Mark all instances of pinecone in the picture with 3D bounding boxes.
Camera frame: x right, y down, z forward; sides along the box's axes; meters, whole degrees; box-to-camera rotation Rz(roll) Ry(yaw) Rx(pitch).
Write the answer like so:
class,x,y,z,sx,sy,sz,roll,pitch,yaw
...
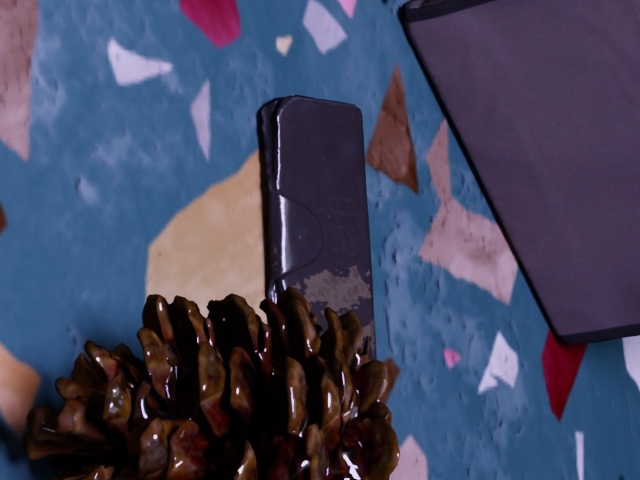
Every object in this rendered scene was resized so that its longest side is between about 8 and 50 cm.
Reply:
class,x,y,z,sx,sy,sz,roll,pitch,yaw
pinecone,-0.045,0.094,0.814,0.174,0.174,0.173,14,72,-50

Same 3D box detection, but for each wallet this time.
class,x,y,z,sx,sy,sz,roll,pitch,yaw
wallet,0.000,0.000,0.996,0.082,0.018,0.156,6,79,-51

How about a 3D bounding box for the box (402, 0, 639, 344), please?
class,x,y,z,sx,sy,sz,roll,pitch,yaw
box,0.200,-0.087,1.135,0.252,0.188,0.153,61,42,-21
